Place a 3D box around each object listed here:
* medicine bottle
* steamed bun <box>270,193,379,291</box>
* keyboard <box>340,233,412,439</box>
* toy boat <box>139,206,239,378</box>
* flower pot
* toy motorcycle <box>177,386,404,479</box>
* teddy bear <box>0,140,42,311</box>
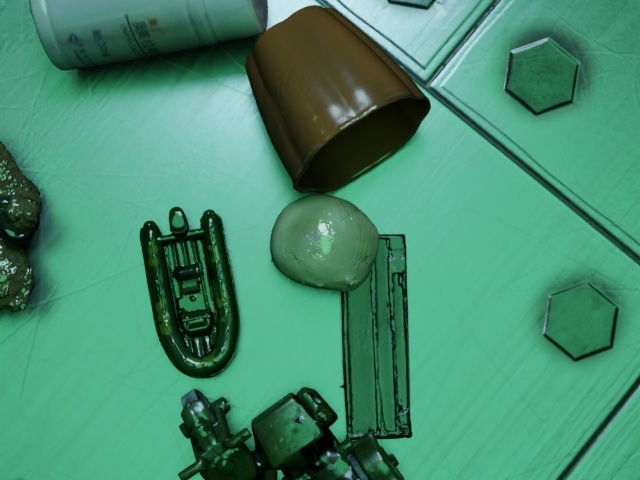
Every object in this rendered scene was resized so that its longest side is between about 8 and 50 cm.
[{"bbox_3d":[-0.200,-0.294,1.718,0.254,0.152,0.152,-8,84,9],"label":"medicine bottle"},{"bbox_3d":[0.000,0.000,1.729,0.130,0.091,0.112,18,86,21],"label":"steamed bun"},{"bbox_3d":[0.065,0.116,1.767,0.087,0.017,0.250,-2,85,-2],"label":"keyboard"},{"bbox_3d":[-0.154,0.063,1.752,0.104,0.052,0.210,-10,84,-4],"label":"toy boat"},{"bbox_3d":[0.008,-0.175,1.726,0.191,0.190,0.173,-31,72,-4],"label":"flower pot"},{"bbox_3d":[-0.035,0.261,1.692,0.205,0.127,0.275,-35,88,3],"label":"toy motorcycle"},{"bbox_3d":[-0.393,-0.034,1.727,0.129,0.182,0.251,-7,82,-38],"label":"teddy bear"}]
